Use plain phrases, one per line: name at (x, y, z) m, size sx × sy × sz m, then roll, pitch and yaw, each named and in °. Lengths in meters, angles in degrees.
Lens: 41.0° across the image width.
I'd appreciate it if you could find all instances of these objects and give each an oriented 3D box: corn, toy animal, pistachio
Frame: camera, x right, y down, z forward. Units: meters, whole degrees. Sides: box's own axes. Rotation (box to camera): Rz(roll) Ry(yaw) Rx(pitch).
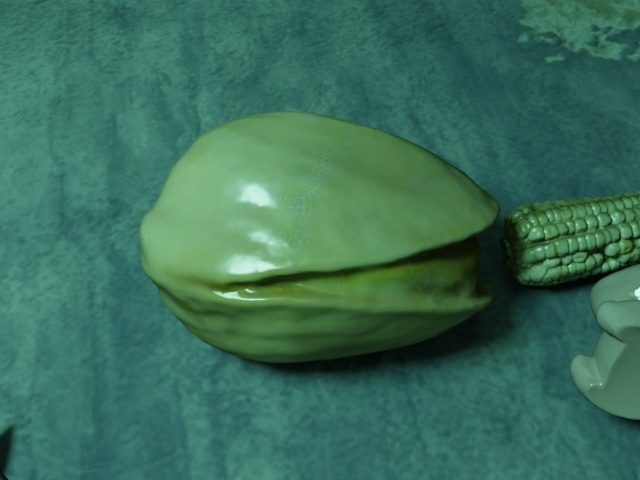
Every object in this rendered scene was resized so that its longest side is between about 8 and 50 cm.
corn at (0.280, -0.005, 0.834) m, size 0.210 × 0.087 × 0.087 m, roll -6°, pitch 47°, yaw -6°
toy animal at (0.293, 0.067, 0.756) m, size 0.124 × 0.124 × 0.212 m, roll 16°, pitch 31°, yaw 20°
pistachio at (0.000, 0.000, 0.772) m, size 0.321 × 0.229 × 0.238 m, roll 0°, pitch 21°, yaw -8°

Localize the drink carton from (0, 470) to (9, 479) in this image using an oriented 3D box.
drink carton at (-0.211, 0.261, 0.480) m, size 0.194 × 0.325 × 0.132 m, roll -37°, pitch 55°, yaw -24°
